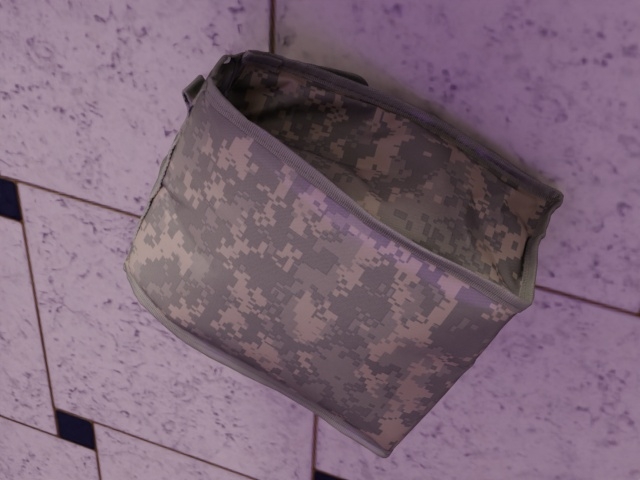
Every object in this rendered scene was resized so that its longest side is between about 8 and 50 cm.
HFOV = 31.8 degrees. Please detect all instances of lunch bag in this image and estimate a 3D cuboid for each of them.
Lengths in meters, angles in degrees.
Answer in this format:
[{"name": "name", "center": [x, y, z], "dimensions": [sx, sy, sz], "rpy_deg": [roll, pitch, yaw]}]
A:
[{"name": "lunch bag", "center": [0.000, 0.000, 0.886], "dimensions": [0.287, 0.169, 0.235], "rpy_deg": [30, 134, -3]}]
